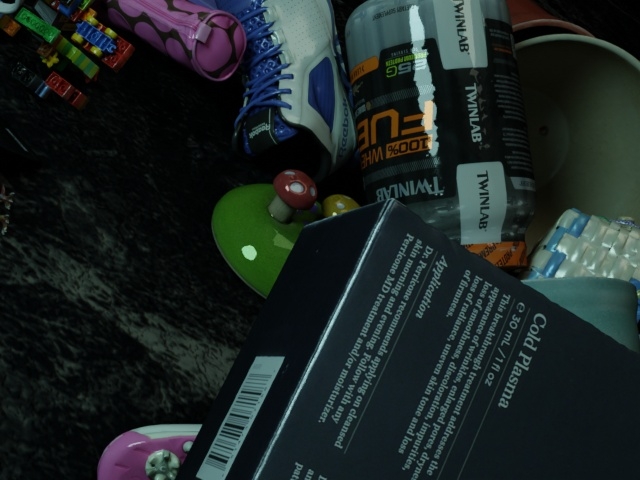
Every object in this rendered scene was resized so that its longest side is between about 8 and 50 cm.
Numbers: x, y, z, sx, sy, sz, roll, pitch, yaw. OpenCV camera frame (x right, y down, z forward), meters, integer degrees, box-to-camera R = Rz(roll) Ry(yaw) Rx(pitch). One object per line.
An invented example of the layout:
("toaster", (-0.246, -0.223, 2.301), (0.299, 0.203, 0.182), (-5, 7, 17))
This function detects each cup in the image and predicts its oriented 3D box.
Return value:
("cup", (0.309, -0.131, 1.557), (0.331, 0.331, 0.237), (33, 6, -11))

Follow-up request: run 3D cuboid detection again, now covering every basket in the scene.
("basket", (0.387, 0.092, 1.346), (0.289, 0.201, 0.255), (35, -10, 7))

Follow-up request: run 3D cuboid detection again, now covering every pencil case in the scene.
("pencil case", (-0.188, -0.267, 1.295), (0.209, 0.095, 0.098), (30, -13, 30))

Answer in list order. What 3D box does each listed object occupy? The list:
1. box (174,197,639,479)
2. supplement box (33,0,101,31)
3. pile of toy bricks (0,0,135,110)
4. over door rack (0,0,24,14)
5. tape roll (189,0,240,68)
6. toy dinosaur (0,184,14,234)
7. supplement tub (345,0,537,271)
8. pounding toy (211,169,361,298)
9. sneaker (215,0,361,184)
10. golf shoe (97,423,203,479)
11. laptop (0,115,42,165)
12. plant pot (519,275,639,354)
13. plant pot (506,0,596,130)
("box", (0.070, 0.200, 0.758), (0.312, 0.179, 0.343), (31, 75, -14))
("supplement box", (-0.293, -0.293, 1.277), (0.043, 0.083, 0.055), (51, 32, 18))
("pile of toy bricks", (-0.283, -0.212, 1.188), (0.212, 0.118, 0.105), (37, -3, 28))
("over door rack", (-0.416, -0.382, 1.131), (0.324, 0.108, 0.240), (22, 43, -2))
("tape roll", (-0.157, -0.327, 1.480), (0.189, 0.080, 0.189), (28, 31, -19))
("toy dinosaur", (-0.319, -0.028, 0.963), (0.082, 0.047, 0.090), (11, 6, -26))
("supplement tub", (0.148, -0.123, 1.312), (0.207, 0.207, 0.338), (0, 80, -48))
("pounding toy", (0.000, 0.000, 1.188), (0.237, 0.110, 0.183), (48, 31, 15))
("sneaker", (-0.047, -0.199, 1.327), (0.316, 0.127, 0.182), (61, 34, -14))
("golf shoe", (-0.045, 0.204, 0.897), (0.306, 0.115, 0.140), (18, 9, -26))
("laptop", (-0.425, -0.124, 0.979), (0.234, 0.137, 0.264), (46, 56, 11))
("plant pot", (0.172, 0.164, 1.032), (0.293, 0.293, 0.196), (6, 70, -44))
("plant pot", (0.303, -0.289, 1.784), (0.272, 0.272, 0.265), (24, 26, -26))
